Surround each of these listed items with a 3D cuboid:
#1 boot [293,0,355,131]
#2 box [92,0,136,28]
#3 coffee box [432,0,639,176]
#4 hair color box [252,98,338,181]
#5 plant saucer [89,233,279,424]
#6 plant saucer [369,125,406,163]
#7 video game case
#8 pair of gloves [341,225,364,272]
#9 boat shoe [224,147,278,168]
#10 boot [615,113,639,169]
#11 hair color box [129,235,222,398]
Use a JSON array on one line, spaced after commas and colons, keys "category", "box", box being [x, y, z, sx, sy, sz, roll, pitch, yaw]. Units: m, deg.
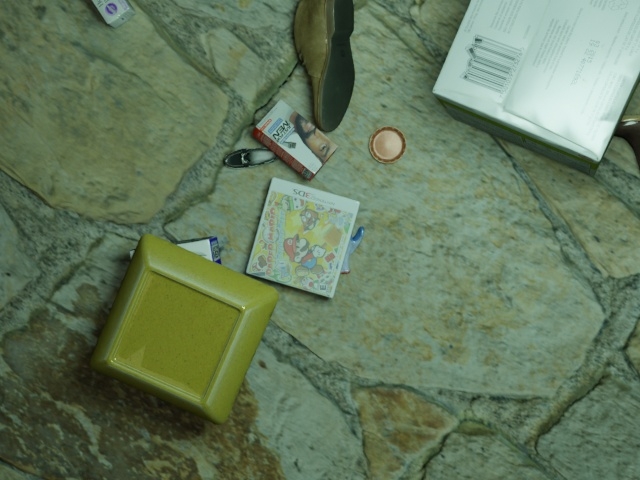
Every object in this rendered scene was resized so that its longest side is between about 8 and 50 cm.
[{"category": "boot", "box": [0.004, -0.394, 1.887, 0.115, 0.112, 0.305, 8, 100, 33]}, {"category": "box", "box": [-0.531, -0.628, 1.901, 0.063, 0.067, 0.324, -34, 92, 6]}, {"category": "coffee box", "box": [0.462, -0.356, 1.697, 0.338, 0.334, 0.337, 25, 96, 16]}, {"category": "hair color box", "box": [-0.056, -0.222, 1.892, 0.167, 0.053, 0.093, 39, 69, -1]}, {"category": "plant saucer", "box": [-0.302, 0.198, 1.835, 0.333, 0.081, 0.333, 23, 95, 1]}, {"category": "plant saucer", "box": [0.151, -0.215, 1.916, 0.083, 0.013, 0.083, 0, 93, 3]}, {"category": "video game case", "box": [-0.039, -0.007, 1.915, 0.206, 0.026, 0.227, 16, 94, 4]}, {"category": "pair of gloves", "box": [0.000, 0.000, 1.936, 0.198, 0.023, 0.159, 1, 94, 4]}, {"category": "boat shoe", "box": [-0.157, -0.186, 1.923, 0.125, 0.038, 0.046, -3, 94, 4]}, {"category": "boot", "box": [0.718, -0.161, 1.847, 0.248, 0.090, 0.207, 8, 93, -1]}, {"category": "hair color box", "box": [-0.302, 0.170, 1.925, 0.185, 0.110, 0.339, -8, 95, 5]}]
